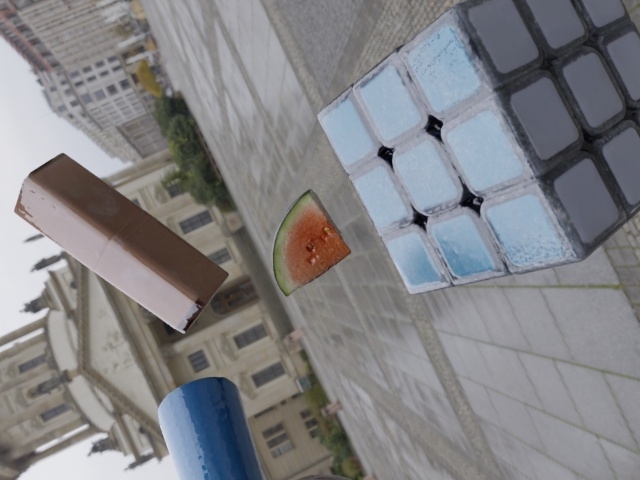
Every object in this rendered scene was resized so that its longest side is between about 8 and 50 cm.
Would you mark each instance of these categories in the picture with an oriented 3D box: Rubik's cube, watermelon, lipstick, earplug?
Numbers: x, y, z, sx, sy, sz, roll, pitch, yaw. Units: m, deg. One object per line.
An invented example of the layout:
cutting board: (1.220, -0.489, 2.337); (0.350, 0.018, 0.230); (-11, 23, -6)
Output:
Rubik's cube: (0.236, -0.136, 0.799); (0.300, 0.304, 0.305); (62, 150, -1)
watermelon: (-0.019, -0.007, 1.094); (0.145, 0.137, 0.192); (-108, 32, -71)
lipstick: (-0.139, 0.003, 0.430); (0.145, 0.045, 0.045); (36, 129, -5)
earplug: (-0.142, 0.347, 0.883); (0.132, 0.133, 0.273); (73, 170, -48)

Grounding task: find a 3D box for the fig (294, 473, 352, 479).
fig: (-0.012, 0.345, 0.593); (0.215, 0.235, 0.235); (10, 143, 23)
